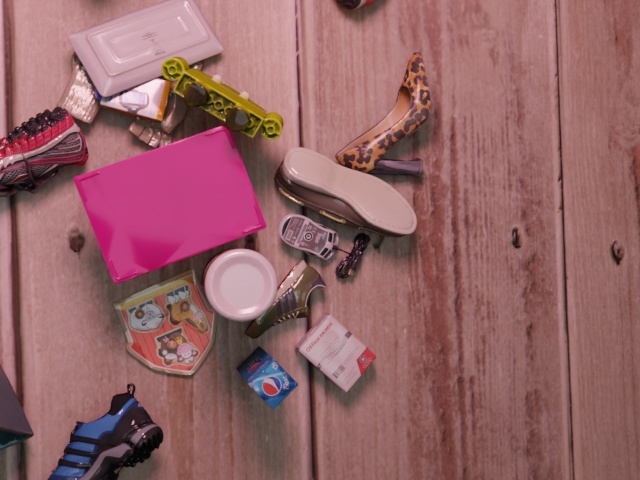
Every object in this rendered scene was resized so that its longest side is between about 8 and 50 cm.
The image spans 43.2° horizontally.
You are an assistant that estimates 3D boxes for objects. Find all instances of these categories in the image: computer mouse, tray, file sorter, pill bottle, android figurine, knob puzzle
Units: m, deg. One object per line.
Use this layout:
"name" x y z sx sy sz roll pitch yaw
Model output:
"computer mouse" 0.000 0.000 1.663 0.193 0.042 0.106 26 89 -16
"tray" -0.331 -0.386 1.560 0.270 0.030 0.145 -28 84 -24
"file sorter" -0.282 -0.068 1.534 0.291 0.182 0.202 -21 95 -10
"pill bottle" -0.159 0.080 1.532 0.131 0.229 0.131 0 90 -11
"android figurine" -0.182 -0.264 1.517 0.248 0.273 0.056 30 103 -7
"knob puzzle" -0.294 0.179 1.607 0.213 0.030 0.213 0 89 -12

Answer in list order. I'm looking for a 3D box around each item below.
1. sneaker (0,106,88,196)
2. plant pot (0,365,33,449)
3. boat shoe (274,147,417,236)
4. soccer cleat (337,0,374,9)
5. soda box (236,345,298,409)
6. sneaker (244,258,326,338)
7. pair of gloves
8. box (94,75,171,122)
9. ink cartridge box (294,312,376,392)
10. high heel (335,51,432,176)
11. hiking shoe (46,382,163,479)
"sneaker" -0.581 -0.130 1.514 0.299 0.121 0.112 -27 125 -3
"plant pot" -0.693 0.271 1.427 0.247 0.248 0.252 -22 76 -11
"boat shoe" 0.051 -0.085 1.648 0.305 0.091 0.109 26 54 -11
"soccer cleat" 0.033 -0.630 1.655 0.116 0.109 0.318 -30 92 -32
"soda box" -0.105 0.260 1.551 0.067 0.210 0.071 -44 97 -8
"sneaker" -0.063 0.135 1.634 0.086 0.064 0.192 38 79 -4
"pair of gloves" -0.374 -0.304 1.590 0.240 0.042 0.204 19 81 -15
"box" -0.363 -0.283 1.556 0.136 0.028 0.081 14 82 -12
"ink cartridge box" 0.030 0.228 1.657 0.135 0.056 0.099 43 82 -8
"high heel" 0.128 -0.262 1.662 0.186 0.093 0.261 3 96 -15
"hiking shoe" -0.447 0.417 1.552 0.304 0.113 0.132 -36 66 -3
